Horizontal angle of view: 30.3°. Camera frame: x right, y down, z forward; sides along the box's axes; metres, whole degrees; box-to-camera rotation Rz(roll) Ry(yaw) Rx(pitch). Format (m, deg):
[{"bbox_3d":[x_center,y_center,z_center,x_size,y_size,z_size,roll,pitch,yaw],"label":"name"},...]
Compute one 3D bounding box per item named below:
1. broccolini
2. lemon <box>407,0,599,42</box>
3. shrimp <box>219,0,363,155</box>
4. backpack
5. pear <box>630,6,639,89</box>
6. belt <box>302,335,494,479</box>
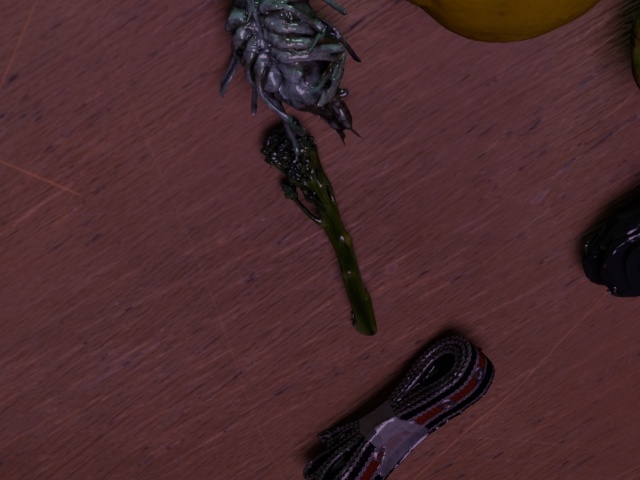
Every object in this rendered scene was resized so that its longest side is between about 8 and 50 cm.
[{"bbox_3d":[0.000,-0.003,1.725,0.074,0.079,0.392,7,132,32],"label":"broccolini"},{"bbox_3d":[0.235,-0.359,1.452,0.263,0.236,0.236,2,121,-27],"label":"lemon"},{"bbox_3d":[-0.065,-0.270,1.491,0.221,0.166,0.411,-13,115,35],"label":"shrimp"},{"bbox_3d":[0.528,0.003,1.817,0.258,0.133,0.206,-26,132,11],"label":"backpack"},{"bbox_3d":[0.509,-0.262,1.605,0.197,0.197,0.197,-6,123,-10],"label":"pear"},{"bbox_3d":[0.126,0.294,1.900,0.359,0.126,0.094,-43,123,13],"label":"belt"}]
